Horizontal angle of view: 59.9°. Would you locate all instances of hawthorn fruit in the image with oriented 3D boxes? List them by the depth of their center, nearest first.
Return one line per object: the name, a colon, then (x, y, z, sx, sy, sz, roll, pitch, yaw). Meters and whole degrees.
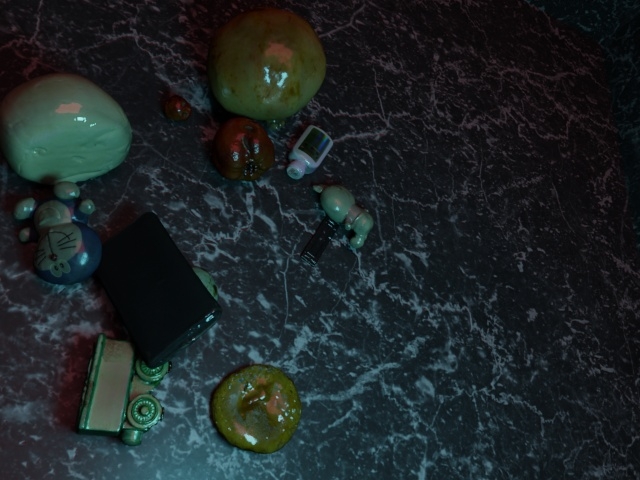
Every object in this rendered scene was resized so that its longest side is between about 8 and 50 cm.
hawthorn fruit: (-0.263, -0.323, 1.827, 0.207, 0.207, 0.243, -2, 56, -29)
hawthorn fruit: (-0.469, -0.432, 1.833, 0.093, 0.093, 0.093, 12, 63, -23)

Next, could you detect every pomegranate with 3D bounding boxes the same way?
pomegranate: (-0.187, -0.568, 1.872, 0.411, 0.411, 0.412, 12, 63, -23)

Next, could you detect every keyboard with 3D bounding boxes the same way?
keyboard: (0.000, 0.000, 1.917, 0.061, 0.013, 0.204, 38, 55, -9)

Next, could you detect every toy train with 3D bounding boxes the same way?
toy train: (-0.491, 0.374, 1.400, 0.201, 0.145, 0.266, 13, 62, -19)

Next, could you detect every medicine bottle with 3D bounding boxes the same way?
medicine bottle: (-0.047, -0.311, 1.998, 0.115, 0.078, 0.219, 38, 55, -10)

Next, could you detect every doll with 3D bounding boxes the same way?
doll: (-0.685, -0.008, 1.472, 0.228, 0.154, 0.259, -22, 66, 6)
doll: (0.091, -0.110, 1.952, 0.275, 0.113, 0.154, 52, 38, 5)

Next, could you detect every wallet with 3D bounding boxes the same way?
wallet: (-0.442, 0.116, 1.456, 0.228, 0.062, 0.406, -39, 58, -5)

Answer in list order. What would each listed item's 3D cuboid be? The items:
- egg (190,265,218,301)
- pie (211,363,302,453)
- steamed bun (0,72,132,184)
egg: (-0.378, 0.180, 1.538, 0.169, 0.169, 0.231, 25, 69, -16)
pie: (-0.174, 0.473, 1.571, 0.273, 0.069, 0.274, 15, 57, -24)
steamed bun: (-0.699, -0.323, 1.515, 0.333, 0.312, 0.233, -14, 67, -34)
